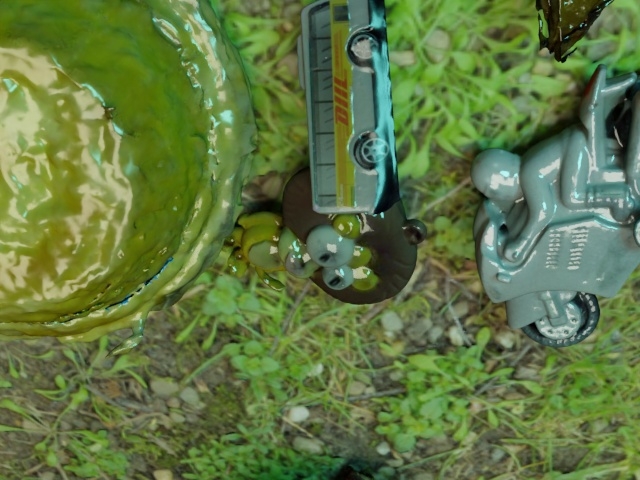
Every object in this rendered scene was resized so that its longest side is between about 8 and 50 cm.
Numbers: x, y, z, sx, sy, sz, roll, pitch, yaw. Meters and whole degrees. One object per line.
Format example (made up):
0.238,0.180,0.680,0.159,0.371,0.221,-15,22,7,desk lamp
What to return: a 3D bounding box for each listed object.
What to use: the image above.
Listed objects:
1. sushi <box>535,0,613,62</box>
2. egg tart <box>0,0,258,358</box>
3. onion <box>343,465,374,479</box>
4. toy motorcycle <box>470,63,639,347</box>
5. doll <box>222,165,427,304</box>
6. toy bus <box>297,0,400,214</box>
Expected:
0.159,-0.264,0.620,0.140,0.149,0.287,-27,149,-13,sushi
-0.238,-0.066,0.752,0.388,0.169,0.388,-1,115,-1,egg tart
0.011,0.353,1.029,0.252,0.219,0.252,12,167,3,onion
0.205,-0.030,0.805,0.171,0.110,0.260,24,119,1,toy motorcycle
0.002,0.008,0.848,0.188,0.096,0.145,-31,111,33,doll
0.022,-0.105,0.746,0.072,0.057,0.172,-3,95,9,toy bus
